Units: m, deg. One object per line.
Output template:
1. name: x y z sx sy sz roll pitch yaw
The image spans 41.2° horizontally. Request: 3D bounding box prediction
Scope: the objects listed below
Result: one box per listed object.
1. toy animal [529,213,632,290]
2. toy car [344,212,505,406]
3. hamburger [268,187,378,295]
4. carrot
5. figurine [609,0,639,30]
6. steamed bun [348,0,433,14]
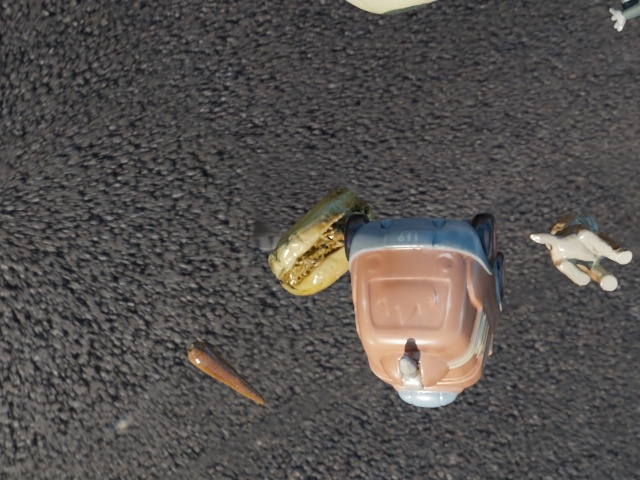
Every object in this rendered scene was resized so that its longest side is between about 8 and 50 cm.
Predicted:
1. toy animal: 0.436 -0.008 1.520 0.184 0.185 0.104 24 114 -11
2. toy car: 0.130 0.091 1.057 0.181 0.270 0.212 0 68 17
3. hamburger: -0.001 0.001 1.415 0.108 0.214 0.213 45 75 -10
4. carrot: -0.179 0.263 1.659 0.216 0.048 0.048 44 75 -32
5. figurine: 0.602 -0.490 1.554 0.140 0.265 0.193 -19 106 -1
6. steamed bun: 0.118 -0.570 1.554 0.233 0.334 0.311 -28 92 -35
